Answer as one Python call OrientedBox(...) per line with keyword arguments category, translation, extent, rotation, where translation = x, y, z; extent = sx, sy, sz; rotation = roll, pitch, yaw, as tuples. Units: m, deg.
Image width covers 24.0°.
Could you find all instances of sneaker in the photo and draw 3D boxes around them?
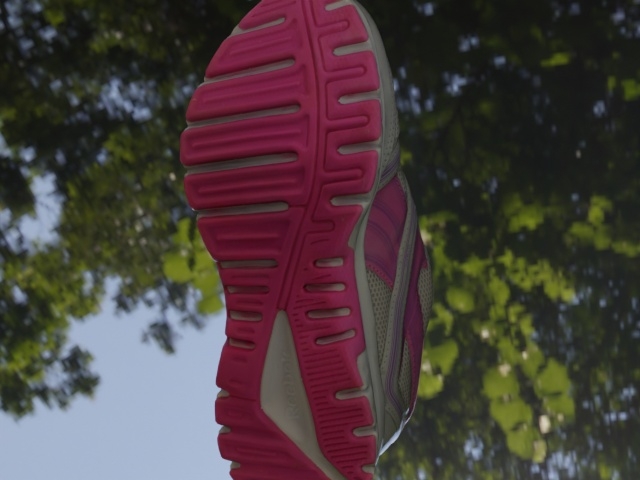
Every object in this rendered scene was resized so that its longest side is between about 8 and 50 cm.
OrientedBox(category="sneaker", translation=(0.000, 0.000, 0.748), extent=(0.102, 0.252, 0.111), rotation=(4, -170, 21))
